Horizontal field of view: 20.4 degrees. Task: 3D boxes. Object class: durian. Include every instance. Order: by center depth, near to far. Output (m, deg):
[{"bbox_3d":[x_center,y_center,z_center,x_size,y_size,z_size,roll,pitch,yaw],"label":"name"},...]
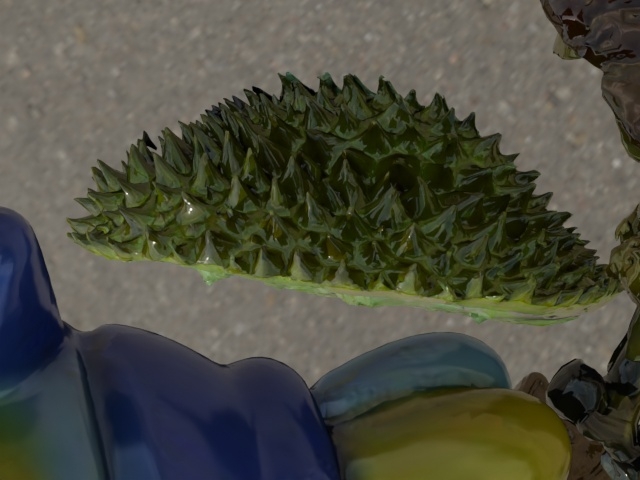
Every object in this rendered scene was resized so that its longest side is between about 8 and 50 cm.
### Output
[{"bbox_3d":[0.000,0.000,1.086,0.352,0.158,0.169,8,140,22],"label":"durian"}]

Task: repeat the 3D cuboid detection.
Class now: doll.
[{"bbox_3d":[-0.100,0.149,0.483,0.376,0.365,0.187,31,146,-16],"label":"doll"}]

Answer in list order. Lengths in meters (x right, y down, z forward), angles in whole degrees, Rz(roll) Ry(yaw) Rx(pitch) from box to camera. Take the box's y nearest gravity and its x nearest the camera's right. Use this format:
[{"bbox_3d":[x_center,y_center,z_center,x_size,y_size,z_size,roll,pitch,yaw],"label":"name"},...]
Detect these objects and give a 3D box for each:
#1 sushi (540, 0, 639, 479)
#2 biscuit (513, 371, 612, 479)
[{"bbox_3d":[0.149,-0.025,0.591,0.179,0.167,0.296,-27,145,18],"label":"sushi"},{"bbox_3d":[0.139,0.179,1.179,0.182,0.215,0.034,12,145,-10],"label":"biscuit"}]
